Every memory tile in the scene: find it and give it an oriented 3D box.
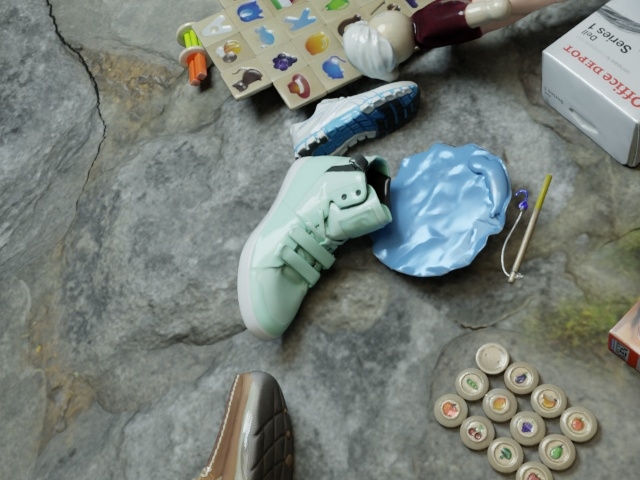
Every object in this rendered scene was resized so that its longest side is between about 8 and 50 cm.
[{"bbox_3d":[0.203,0.186,0.775,0.148,0.012,0.113,38,79,31],"label":"memory tile"}]

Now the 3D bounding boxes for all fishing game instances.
[{"bbox_3d":[0.142,-0.037,0.890,0.264,0.041,0.189,6,66,37],"label":"fishing game"}]

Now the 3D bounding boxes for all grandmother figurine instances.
[{"bbox_3d":[0.194,-0.294,0.941,0.342,0.208,0.104,-18,91,10],"label":"grandmother figurine"}]

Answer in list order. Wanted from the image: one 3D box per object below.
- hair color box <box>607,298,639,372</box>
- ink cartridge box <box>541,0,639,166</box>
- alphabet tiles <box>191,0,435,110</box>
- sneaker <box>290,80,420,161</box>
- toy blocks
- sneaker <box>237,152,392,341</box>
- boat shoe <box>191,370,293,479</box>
[{"bbox_3d":[0.383,0.120,0.727,0.093,0.053,0.167,-45,58,-7],"label":"hair color box"},{"bbox_3d":[0.399,-0.218,0.877,0.219,0.092,0.160,-37,58,-4],"label":"ink cartridge box"},{"bbox_3d":[-0.005,-0.333,1.084,0.342,0.011,0.285,-27,61,-9],"label":"alphabet tiles"},{"bbox_3d":[0.040,-0.173,0.989,0.191,0.071,0.083,-26,52,3],"label":"sneaker"},{"bbox_3d":[-0.154,-0.273,1.113,0.123,0.054,0.148,-19,59,7],"label":"toy blocks"},{"bbox_3d":[0.000,-0.001,0.871,0.151,0.094,0.256,-3,58,42],"label":"sneaker"},{"bbox_3d":[-0.107,0.292,0.762,0.116,0.123,0.324,-2,61,20],"label":"boat shoe"}]
